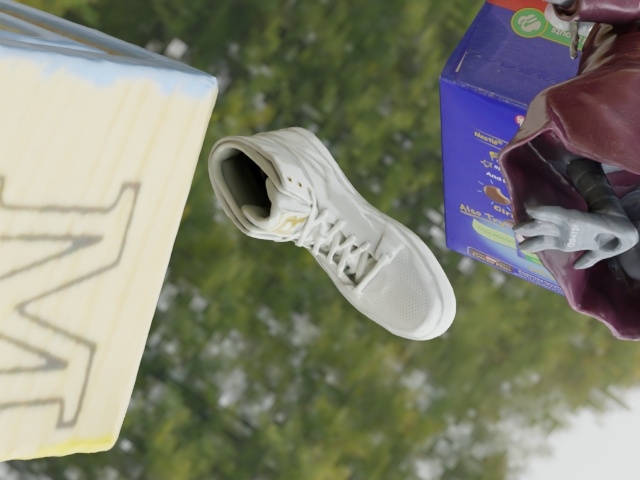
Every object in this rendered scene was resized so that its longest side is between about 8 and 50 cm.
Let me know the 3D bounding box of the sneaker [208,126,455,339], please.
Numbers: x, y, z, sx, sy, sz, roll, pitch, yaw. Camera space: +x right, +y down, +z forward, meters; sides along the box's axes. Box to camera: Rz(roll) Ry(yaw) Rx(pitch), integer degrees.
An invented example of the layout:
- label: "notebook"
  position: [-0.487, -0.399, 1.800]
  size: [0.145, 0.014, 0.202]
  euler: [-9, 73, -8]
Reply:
- label: "sneaker"
  position: [0.000, 0.000, 2.067]
  size: [0.108, 0.292, 0.169]
  euler: [-52, 159, 23]

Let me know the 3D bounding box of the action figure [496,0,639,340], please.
- label: "action figure"
  position: [0.237, -0.107, 1.459]
  size: [0.276, 0.248, 0.370]
  euler: [-11, -144, 19]

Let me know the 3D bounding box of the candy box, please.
- label: "candy box"
  position: [0.249, -0.059, 1.756]
  size: [0.122, 0.268, 0.317]
  euler: [-61, 164, -21]

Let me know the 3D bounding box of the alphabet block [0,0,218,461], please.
- label: "alphabet block"
  position: [-0.193, -0.017, 0.952]
  size: [0.193, 0.192, 0.197]
  euler: [3, 106, -55]
